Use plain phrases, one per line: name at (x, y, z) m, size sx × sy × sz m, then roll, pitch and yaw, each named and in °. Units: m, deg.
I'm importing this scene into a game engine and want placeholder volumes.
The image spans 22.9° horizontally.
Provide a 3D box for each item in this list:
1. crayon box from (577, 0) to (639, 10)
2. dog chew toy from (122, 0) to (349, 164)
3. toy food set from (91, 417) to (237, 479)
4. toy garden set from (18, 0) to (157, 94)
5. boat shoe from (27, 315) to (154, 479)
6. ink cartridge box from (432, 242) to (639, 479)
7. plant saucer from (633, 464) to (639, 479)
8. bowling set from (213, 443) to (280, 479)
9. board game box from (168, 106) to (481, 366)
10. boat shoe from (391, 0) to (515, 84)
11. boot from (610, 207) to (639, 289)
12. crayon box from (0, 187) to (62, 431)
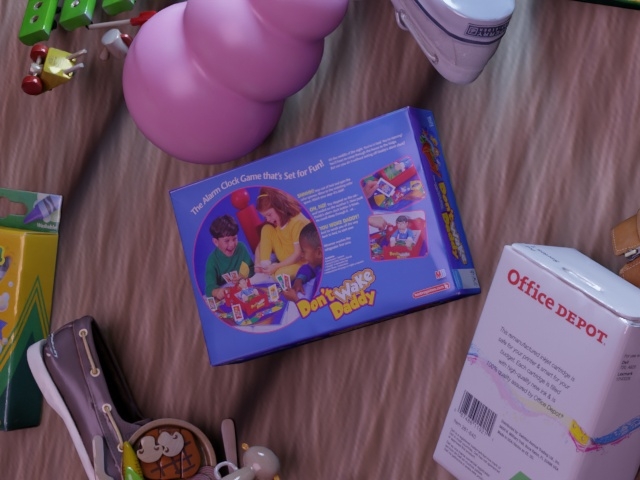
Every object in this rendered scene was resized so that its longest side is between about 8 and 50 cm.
crayon box at (0.390, -0.435, 1.746) m, size 0.313 × 0.106 × 0.362 m, roll 14°, pitch 96°, yaw 24°
dog chew toy at (-0.091, -0.238, 1.902) m, size 0.332 × 0.207 × 0.206 m, roll -40°, pitch 73°, yaw 34°
toy food set at (-0.189, 0.290, 1.995) m, size 0.192 × 0.038 × 0.132 m, roll -7°, pitch 83°, yaw -17°
toy garden set at (-0.283, -0.289, 2.068) m, size 0.244 × 0.049 × 0.203 m, roll -15°, pitch 48°, yaw 24°
boat shoe at (-0.261, 0.252, 2.056) m, size 0.097 × 0.116 × 0.324 m, roll -33°, pitch 80°, yaw 10°
ink cartridge box at (0.262, 0.167, 1.739) m, size 0.201 × 0.117 × 0.278 m, roll 36°, pitch 116°, yaw 45°
plant saucer at (0.435, 0.196, 1.692) m, size 0.278 × 0.041 × 0.277 m, roll -21°, pitch 58°, yaw 37°
bowling set at (-0.023, 0.393, 1.942) m, size 0.287 × 0.154 × 0.200 m, roll 41°, pitch 150°, yaw 18°
board game box at (0.000, 0.000, 1.947) m, size 0.347 × 0.078 × 0.233 m, roll -17°, pitch 82°, yaw 25°
boat shoe at (0.106, -0.317, 1.870) m, size 0.367 × 0.136 × 0.156 m, roll 59°, pitch 147°, yaw 34°
boot at (0.426, 0.040, 1.683) m, size 0.220 × 0.109 × 0.283 m, roll -31°, pitch 52°, yaw 29°
crayon box at (-0.476, 0.086, 2.179) m, size 0.203 × 0.083 × 0.322 m, roll 7°, pitch 92°, yaw 26°
